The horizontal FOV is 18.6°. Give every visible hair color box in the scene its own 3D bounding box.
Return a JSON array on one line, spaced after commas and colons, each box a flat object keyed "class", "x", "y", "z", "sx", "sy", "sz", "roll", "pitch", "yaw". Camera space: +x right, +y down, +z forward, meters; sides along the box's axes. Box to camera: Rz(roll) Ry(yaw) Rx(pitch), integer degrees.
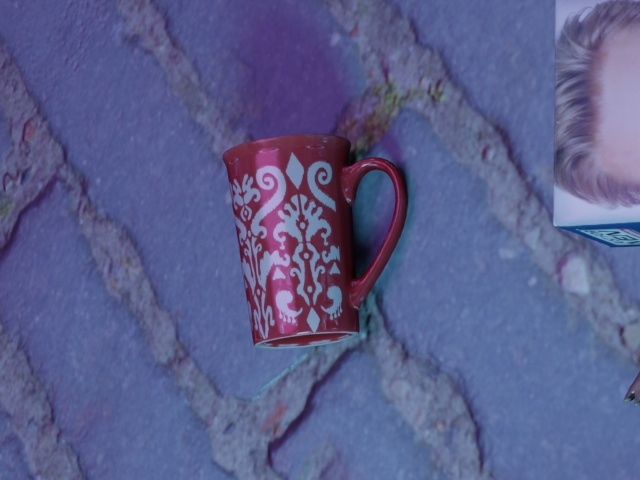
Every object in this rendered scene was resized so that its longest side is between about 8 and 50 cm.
[{"class": "hair color box", "x": 0.333, "y": -0.093, "z": 1.313, "sx": 0.347, "sy": 0.105, "sz": 0.174, "roll": -4, "pitch": 80, "yaw": 32}]

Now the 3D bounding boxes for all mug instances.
[{"class": "mug", "x": -0.008, "y": 0.000, "z": 1.666, "sx": 0.150, "sy": 0.113, "sz": 0.169, "roll": -15, "pitch": 76, "yaw": 43}]

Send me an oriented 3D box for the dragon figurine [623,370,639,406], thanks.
[{"class": "dragon figurine", "x": 0.299, "y": 0.126, "z": 1.366, "sx": 0.085, "sy": 0.144, "sz": 0.289, "roll": -51, "pitch": 33, "yaw": 28}]
